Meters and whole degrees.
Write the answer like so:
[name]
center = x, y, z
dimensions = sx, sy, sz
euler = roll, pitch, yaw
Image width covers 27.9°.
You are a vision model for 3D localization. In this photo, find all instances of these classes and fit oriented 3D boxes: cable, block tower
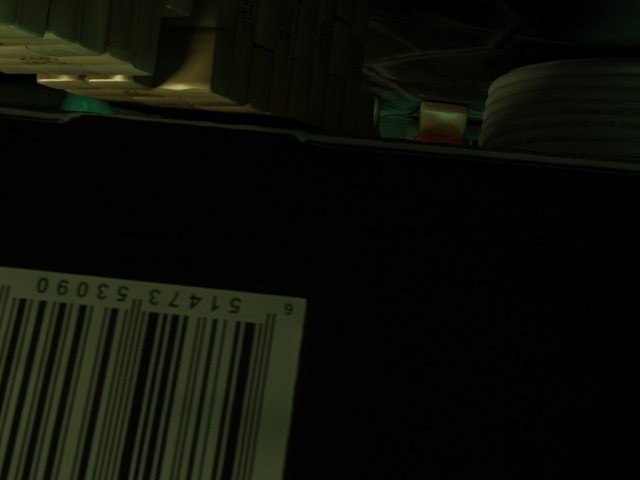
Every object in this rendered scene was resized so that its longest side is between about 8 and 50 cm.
[cable]
center = 0.238, -0.064, 0.894
dimensions = 0.257, 0.089, 0.257
euler = 8, 176, -16
[block tower]
center = -0.090, -0.114, 0.577
dimensions = 0.091, 0.097, 0.335
euler = 5, 175, 31

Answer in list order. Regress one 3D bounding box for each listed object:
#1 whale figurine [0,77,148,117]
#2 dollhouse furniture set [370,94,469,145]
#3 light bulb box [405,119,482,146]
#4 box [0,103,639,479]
[whale figurine]
center = -0.277, -0.073, 1.221
dimensions = 0.272, 0.141, 0.216
euler = -9, 143, 39
[dollhouse furniture set]
center = 0.000, 0.000, 1.052
dimensions = 0.259, 0.262, 0.135
euler = 7, 158, 5
[light bulb box]
center = 0.284, 0.027, 1.278
dimensions = 0.361, 0.225, 0.358
euler = 7, 178, 19
[box]
center = -0.070, 0.164, 0.775
dimensions = 0.479, 0.297, 0.472
euler = 5, 157, 6
